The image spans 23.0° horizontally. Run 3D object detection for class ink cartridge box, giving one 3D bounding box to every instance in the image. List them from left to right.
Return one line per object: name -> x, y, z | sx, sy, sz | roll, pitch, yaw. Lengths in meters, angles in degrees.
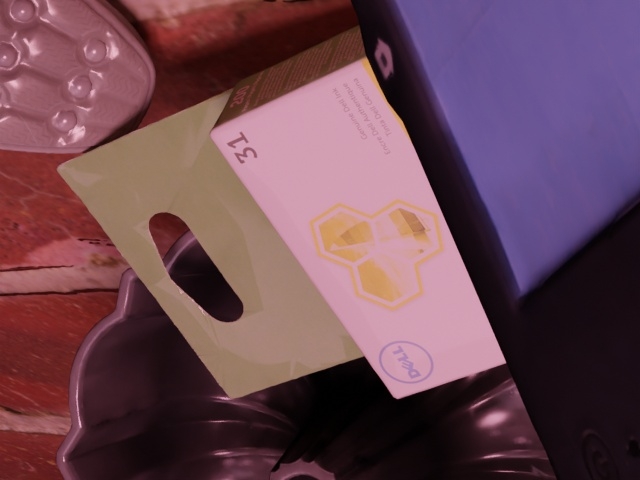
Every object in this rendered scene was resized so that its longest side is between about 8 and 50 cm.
ink cartridge box -> 0.000, 0.000, 0.752 | 0.235, 0.056, 0.171 | -22, 116, 27

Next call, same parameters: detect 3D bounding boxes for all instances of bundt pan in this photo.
bundt pan -> 0.018, 0.134, 0.903 | 0.330, 0.331, 0.124 | 9, -167, 25

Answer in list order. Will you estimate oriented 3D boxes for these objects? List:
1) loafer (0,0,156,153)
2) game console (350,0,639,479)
loafer -> -0.233, -0.134, 0.777 | 0.319, 0.112, 0.111 | 24, -168, -16
game console -> 0.066, -0.108, 0.331 | 0.060, 0.387, 0.342 | -16, 165, -23
